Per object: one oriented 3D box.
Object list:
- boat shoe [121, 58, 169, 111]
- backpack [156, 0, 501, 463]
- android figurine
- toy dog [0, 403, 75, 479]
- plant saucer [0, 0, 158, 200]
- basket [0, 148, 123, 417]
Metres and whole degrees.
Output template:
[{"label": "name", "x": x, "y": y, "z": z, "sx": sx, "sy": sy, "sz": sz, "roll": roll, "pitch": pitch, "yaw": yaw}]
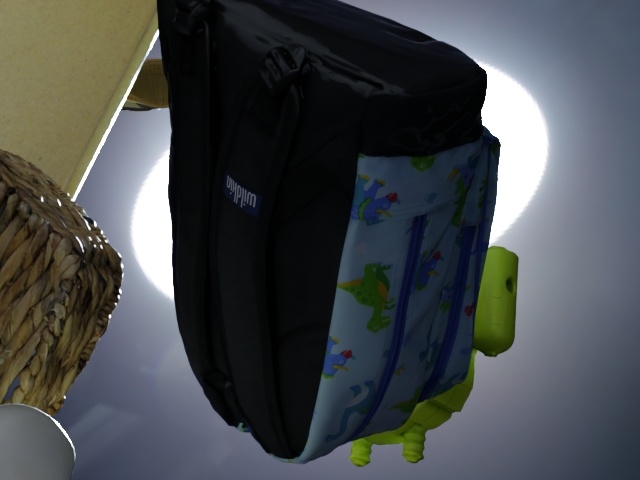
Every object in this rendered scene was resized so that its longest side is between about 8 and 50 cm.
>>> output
[{"label": "boat shoe", "x": -0.201, "y": -0.172, "z": 1.471, "sx": 0.152, "sy": 0.056, "sz": 0.049, "roll": 3, "pitch": 178, "yaw": 7}, {"label": "backpack", "x": 0.000, "y": 0.000, "z": 1.019, "sx": 0.273, "sy": 0.355, "sz": 0.290, "roll": -4, "pitch": -155, "yaw": -42}, {"label": "android figurine", "x": 0.074, "y": 0.077, "z": 1.245, "sx": 0.248, "sy": 0.056, "sz": 0.273, "roll": -14, "pitch": -121, "yaw": 39}, {"label": "toy dog", "x": -0.317, "y": 0.145, "z": 0.760, "sx": 0.395, "sy": 0.408, "sz": 0.284, "roll": 16, "pitch": -140, "yaw": 33}, {"label": "plant saucer", "x": -0.304, "y": -0.191, "z": 1.268, "sx": 0.333, "sy": 0.081, "sz": 0.333, "roll": 22, "pitch": -101, "yaw": 19}, {"label": "basket", "x": -0.296, "y": 0.084, "z": 1.058, "sx": 0.213, "sy": 0.223, "sz": 0.299, "roll": 40, "pitch": -91, "yaw": 7}]
